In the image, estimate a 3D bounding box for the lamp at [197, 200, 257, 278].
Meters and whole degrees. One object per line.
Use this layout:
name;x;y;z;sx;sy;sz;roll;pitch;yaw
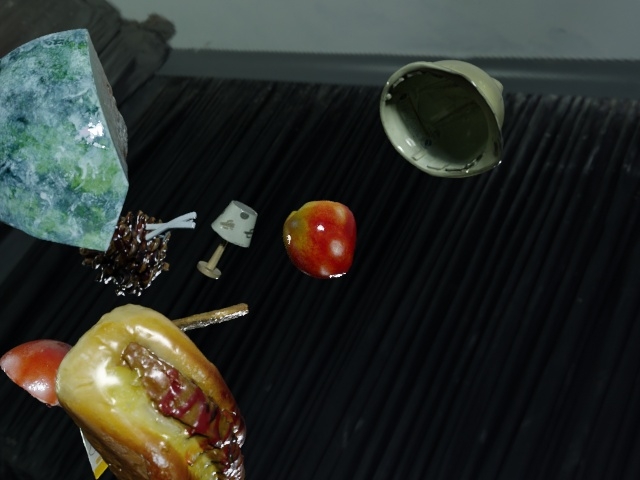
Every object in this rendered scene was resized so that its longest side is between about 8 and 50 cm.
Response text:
lamp;-0.259;0.001;2.262;0.121;0.215;0.121;29;-170;-5

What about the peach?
peach;-0.003;0.002;1.534;0.151;0.118;0.151;-3;130;-3

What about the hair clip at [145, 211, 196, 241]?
hair clip;-0.253;-0.022;1.416;0.115;0.030;0.039;-15;159;38

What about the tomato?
tomato;-0.598;0.284;1.819;0.227;0.112;0.199;31;177;14

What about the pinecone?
pinecone;-0.552;0.036;2.295;0.257;0.244;0.243;3;153;-5

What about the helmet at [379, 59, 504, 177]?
helmet;0.228;-0.216;1.312;0.257;0.137;0.204;8;129;54

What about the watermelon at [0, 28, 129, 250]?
watermelon;-0.427;-0.152;1.416;0.228;0.388;0.258;-14;169;8

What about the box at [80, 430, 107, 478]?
box;-0.603;0.516;2.231;0.033;0.129;0.247;22;-153;-46

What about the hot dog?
hot dog;-0.222;0.283;1.209;0.223;0.185;0.405;28;150;28

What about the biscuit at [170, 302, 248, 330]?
biscuit;-0.256;0.167;1.679;0.247;0.118;0.029;-16;85;34
